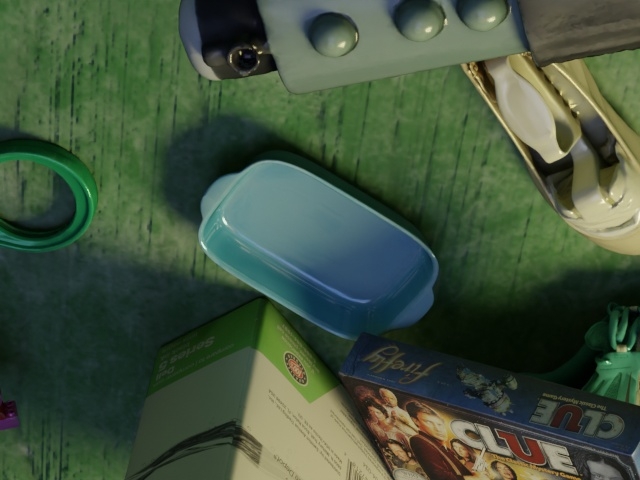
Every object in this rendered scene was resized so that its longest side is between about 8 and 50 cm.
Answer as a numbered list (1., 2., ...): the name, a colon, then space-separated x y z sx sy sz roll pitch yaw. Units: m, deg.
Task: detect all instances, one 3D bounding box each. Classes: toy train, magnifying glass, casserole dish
1. toy train: 0.072 -0.176 1.063 0.333 0.190 0.142 -8 124 13
2. magnifying glass: -0.278 -0.026 1.334 0.230 0.026 0.092 -7 126 11
3. casserole dish: 0.000 0.000 1.305 0.188 0.037 0.114 31 125 -15

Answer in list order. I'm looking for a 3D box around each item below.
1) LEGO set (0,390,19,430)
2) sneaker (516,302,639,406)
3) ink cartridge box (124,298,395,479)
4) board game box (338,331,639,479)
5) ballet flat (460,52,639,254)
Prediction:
1. LEGO set: -0.357 0.104 1.379 0.227 0.087 0.093 -10 131 -10
2. sneaker: 0.249 0.092 1.303 0.275 0.107 0.110 -33 107 28
3. ink cartridge box: -0.045 0.211 1.321 0.114 0.273 0.198 -26 119 25
4. board game box: 0.144 0.158 1.302 0.243 0.042 0.165 13 145 35
5. ballet flat: 0.168 -0.062 1.206 0.086 0.086 0.248 -25 120 24
